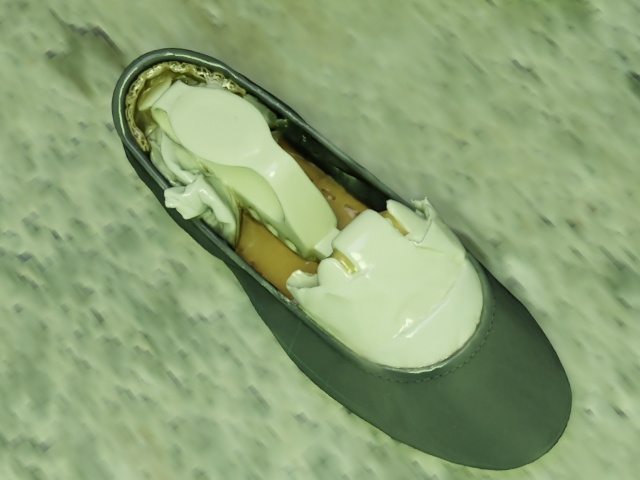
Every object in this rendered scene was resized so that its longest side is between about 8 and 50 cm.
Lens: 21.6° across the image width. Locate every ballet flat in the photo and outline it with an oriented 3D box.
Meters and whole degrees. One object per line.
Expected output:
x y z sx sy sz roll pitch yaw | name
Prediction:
0.000 0.000 0.570 0.074 0.074 0.203 -44 67 -11 | ballet flat
